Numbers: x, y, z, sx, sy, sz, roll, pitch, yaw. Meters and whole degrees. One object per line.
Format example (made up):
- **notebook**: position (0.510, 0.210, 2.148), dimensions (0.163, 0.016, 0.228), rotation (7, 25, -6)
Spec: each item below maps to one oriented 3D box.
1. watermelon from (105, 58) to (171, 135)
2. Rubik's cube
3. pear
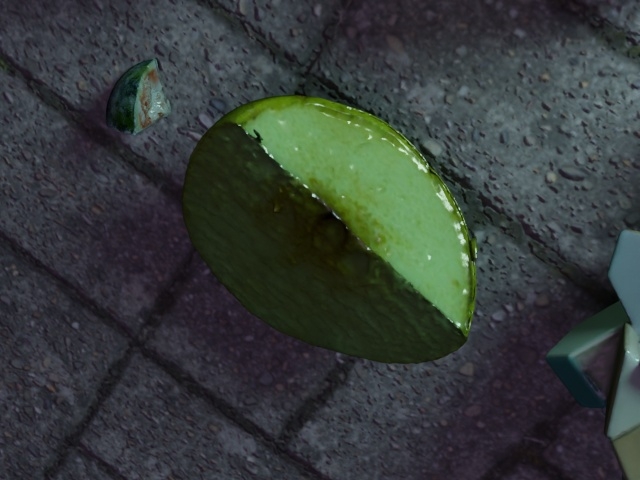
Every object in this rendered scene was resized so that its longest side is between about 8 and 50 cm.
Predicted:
- **watermelon**: position (-0.180, -0.133, 1.077), dimensions (0.061, 0.085, 0.085), rotation (19, 127, -24)
- **Rubik's cube**: position (0.316, 0.110, 0.899), dimensions (0.213, 0.224, 0.265), rotation (-34, 105, 27)
- **pear**: position (-0.001, -0.005, 1.021), dimensions (0.288, 0.139, 0.239), rotation (42, 138, -9)
